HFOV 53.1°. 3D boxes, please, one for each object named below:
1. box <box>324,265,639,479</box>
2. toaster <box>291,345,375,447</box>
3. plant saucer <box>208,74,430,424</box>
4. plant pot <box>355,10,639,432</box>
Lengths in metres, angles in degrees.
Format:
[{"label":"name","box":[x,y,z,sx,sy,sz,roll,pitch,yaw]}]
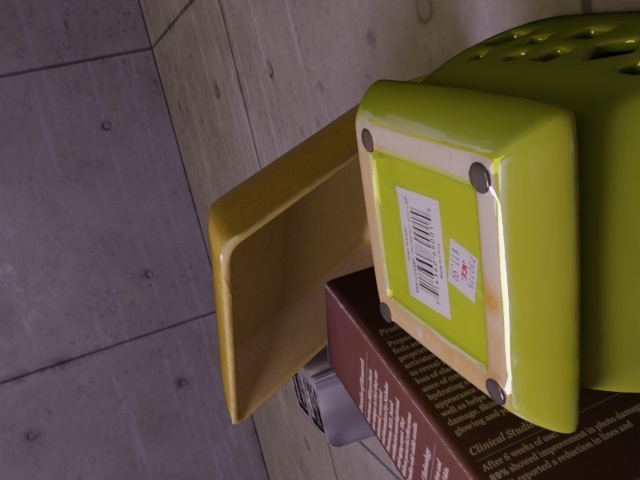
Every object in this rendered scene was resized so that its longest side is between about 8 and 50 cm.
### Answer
[{"label":"box","box":[0.169,0.168,0.591,0.381,0.191,0.143,-126,26,-44]},{"label":"toaster","box":[0.021,0.278,1.219,0.168,0.110,0.185,25,129,64]},{"label":"plant saucer","box":[0.000,0.000,0.688,0.081,0.333,0.332,37,146,23]},{"label":"plant pot","box":[0.155,-0.022,0.442,0.227,0.207,0.228,36,140,59]}]
